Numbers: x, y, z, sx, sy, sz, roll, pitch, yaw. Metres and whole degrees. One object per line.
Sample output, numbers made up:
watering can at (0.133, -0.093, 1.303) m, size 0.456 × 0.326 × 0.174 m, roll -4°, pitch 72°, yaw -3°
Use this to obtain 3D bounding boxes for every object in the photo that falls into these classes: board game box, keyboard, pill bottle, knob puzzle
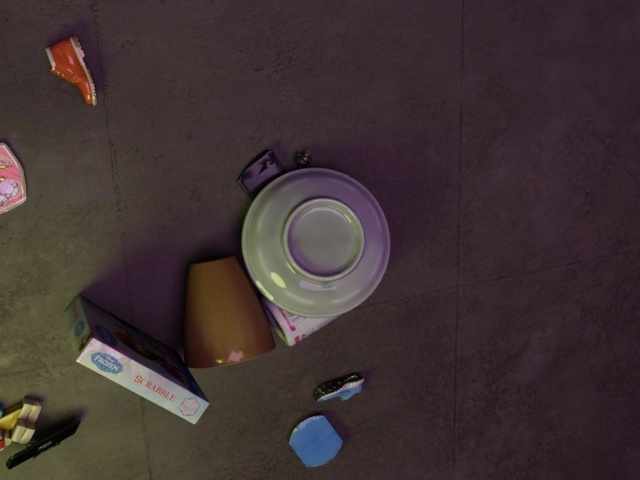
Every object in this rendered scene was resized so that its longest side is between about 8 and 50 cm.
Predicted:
board game box at (-0.444, 0.276, 1.644) m, size 0.318 × 0.319 × 0.065 m, roll 38°, pitch 85°, yaw -28°
keyboard at (-0.065, -0.115, 1.870) m, size 0.202 × 0.033 × 0.317 m, roll -38°, pitch 117°, yaw -5°
pill bottle at (-0.007, 0.152, 1.895) m, size 0.283 × 0.160 × 0.160 m, roll -30°, pitch 114°, yaw -14°
board game box at (-0.019, 0.602, 2.087) m, size 0.133 × 0.033 × 0.168 m, roll -35°, pitch 110°, yaw -6°
keyboard at (-0.694, 0.499, 1.709) m, size 0.192 × 0.038 × 0.100 m, roll -23°, pitch 156°, yaw -48°
knob puzzle at (-0.757, -0.134, 1.552) m, size 0.213 × 0.030 × 0.213 m, roll -7°, pitch 106°, yaw -23°

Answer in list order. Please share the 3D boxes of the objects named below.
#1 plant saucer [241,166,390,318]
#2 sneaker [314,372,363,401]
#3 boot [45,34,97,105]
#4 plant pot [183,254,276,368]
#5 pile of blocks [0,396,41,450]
plant saucer at (0.000, 0.000, 1.778) m, size 0.401 × 0.100 × 0.400 m, roll 1°, pitch 83°, yaw -12°
sneaker at (0.060, 0.457, 2.065) m, size 0.162 × 0.063 × 0.073 m, roll -13°, pitch 112°, yaw -21°
boot at (-0.561, -0.375, 1.563) m, size 0.085 × 0.059 × 0.157 m, roll -23°, pitch 104°, yaw -14°
plant pot at (-0.255, 0.173, 1.770) m, size 0.237 × 0.237 × 0.254 m, roll -12°, pitch 95°, yaw -21°
pile of blocks at (-0.843, 0.484, 1.635) m, size 0.362 × 0.113 × 0.148 m, roll -30°, pitch 114°, yaw -15°
